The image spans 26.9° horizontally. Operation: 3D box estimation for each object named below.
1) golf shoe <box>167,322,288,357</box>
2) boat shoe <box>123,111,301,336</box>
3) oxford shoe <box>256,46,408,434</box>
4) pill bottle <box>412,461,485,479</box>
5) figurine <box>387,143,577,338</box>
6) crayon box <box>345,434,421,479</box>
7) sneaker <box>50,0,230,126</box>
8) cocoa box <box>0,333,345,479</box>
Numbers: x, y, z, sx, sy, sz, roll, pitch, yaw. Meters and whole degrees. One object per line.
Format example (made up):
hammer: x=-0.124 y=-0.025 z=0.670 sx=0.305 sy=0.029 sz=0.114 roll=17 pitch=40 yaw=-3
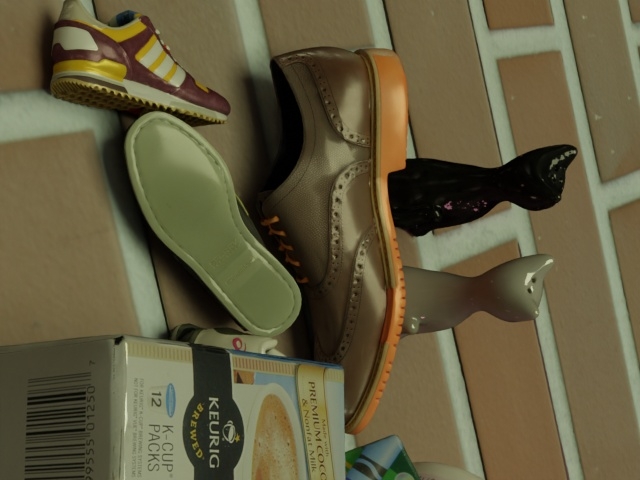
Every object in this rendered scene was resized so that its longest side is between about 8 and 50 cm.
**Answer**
golf shoe: x=-0.031 y=0.171 z=1.146 sx=0.273 sy=0.120 sz=0.105 roll=47 pitch=46 yaw=-38
boat shoe: x=-0.101 y=-0.014 z=1.139 sx=0.081 sy=0.069 sz=0.227 roll=-38 pitch=115 yaw=-12
oxford shoe: x=0.000 y=0.000 z=1.255 sx=0.133 sy=0.130 sz=0.363 roll=1 pitch=88 yaw=-20
pill bottle: x=0.065 y=0.354 z=1.187 sx=0.301 sy=0.169 sz=0.169 roll=-52 pitch=123 yaw=-45
figurine: x=0.150 y=0.003 z=1.344 sx=0.092 sy=0.209 sz=0.214 roll=42 pitch=51 yaw=-40
crayon box: x=0.035 y=0.330 z=1.030 sx=0.203 sy=0.083 sz=0.323 roll=-16 pitch=61 yaw=-22
sneaker: x=-0.141 y=-0.145 z=1.110 sx=0.185 sy=0.070 sz=0.083 roll=12 pitch=78 yaw=-52
cocoa box: x=-0.133 y=0.250 z=0.895 sx=0.228 sy=0.231 sz=0.347 roll=14 pitch=71 yaw=-50
